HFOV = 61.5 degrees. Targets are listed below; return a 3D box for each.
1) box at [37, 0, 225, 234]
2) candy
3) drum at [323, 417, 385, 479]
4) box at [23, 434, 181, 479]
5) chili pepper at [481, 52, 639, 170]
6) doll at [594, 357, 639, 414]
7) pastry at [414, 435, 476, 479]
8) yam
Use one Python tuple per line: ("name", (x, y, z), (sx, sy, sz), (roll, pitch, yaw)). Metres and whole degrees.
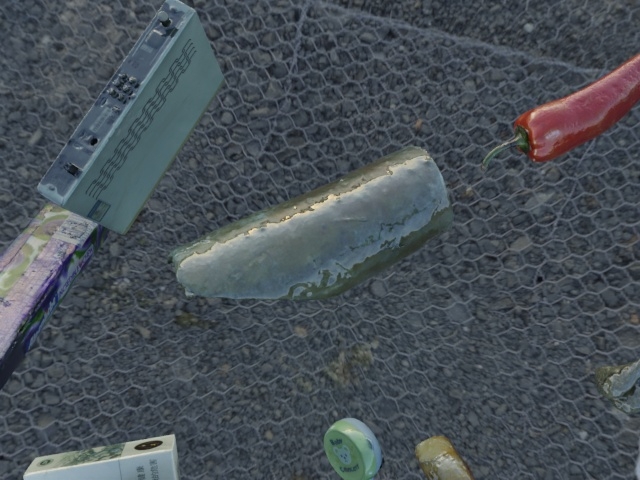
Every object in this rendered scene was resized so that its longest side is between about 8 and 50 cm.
("box", (-0.224, -0.144, 0.677), (0.045, 0.211, 0.270), (30, 84, 6))
("candy", (-0.368, 0.057, 0.674), (0.088, 0.312, 0.061), (14, 125, -5))
("drum", (0.099, 0.441, 0.978), (0.049, 0.130, 0.253), (-20, 64, -41))
("box", (-0.390, 0.470, 0.993), (0.256, 0.069, 0.164), (-6, 95, -10))
("chili pepper", (0.308, -0.152, 0.636), (0.272, 0.063, 0.071), (-30, 128, -3))
("doll", (0.483, 0.117, 0.628), (0.202, 0.091, 0.286), (28, 112, 6))
("pastry", (0.280, 0.509, 1.142), (0.093, 0.182, 0.193), (-31, 69, 0))
("yam", (0.000, 0.000, 0.490), (0.259, 0.106, 0.106), (-26, 83, -15))
